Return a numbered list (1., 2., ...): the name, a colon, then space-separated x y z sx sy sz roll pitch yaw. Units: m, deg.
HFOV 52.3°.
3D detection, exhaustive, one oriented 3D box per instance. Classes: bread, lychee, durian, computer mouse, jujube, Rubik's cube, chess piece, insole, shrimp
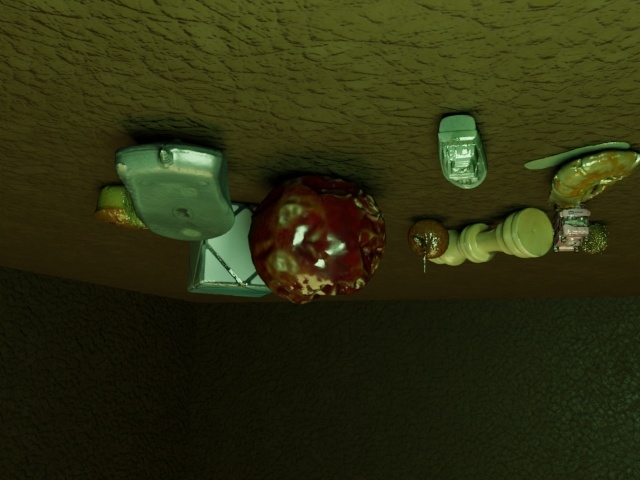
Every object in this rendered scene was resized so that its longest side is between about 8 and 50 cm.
1. bread: -0.445 -0.070 1.489 0.125 0.086 0.156 -3 167 30
2. lychee: 0.272 0.000 1.625 0.101 0.114 0.140 -30 -179 9
3. durian: 0.677 0.000 1.617 0.080 0.091 0.080 -8 149 -5
4. computer mouse: -0.255 -0.107 1.192 0.188 0.122 0.371 -1 162 -4
5. jujube: -0.002 0.000 1.330 0.276 0.277 0.377 0 172 11
6. Rubik's cube: -0.212 0.026 1.619 0.205 0.207 0.205 7 169 -19
7. chess piece: 0.401 0.006 1.653 0.117 0.117 0.397 8 169 -26
8. insole: 0.444 -0.147 1.141 0.064 0.004 0.188 14 164 -40
9. shrimp: 0.491 -0.105 1.203 0.154 0.062 0.294 -11 170 3

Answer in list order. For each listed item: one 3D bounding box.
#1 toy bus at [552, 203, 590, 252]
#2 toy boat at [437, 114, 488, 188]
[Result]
1. toy bus: 0.572 -0.025 1.504 0.063 0.090 0.203 -1 169 12
2. toy boat: 0.235 -0.128 1.074 0.078 0.085 0.260 -2 168 16
